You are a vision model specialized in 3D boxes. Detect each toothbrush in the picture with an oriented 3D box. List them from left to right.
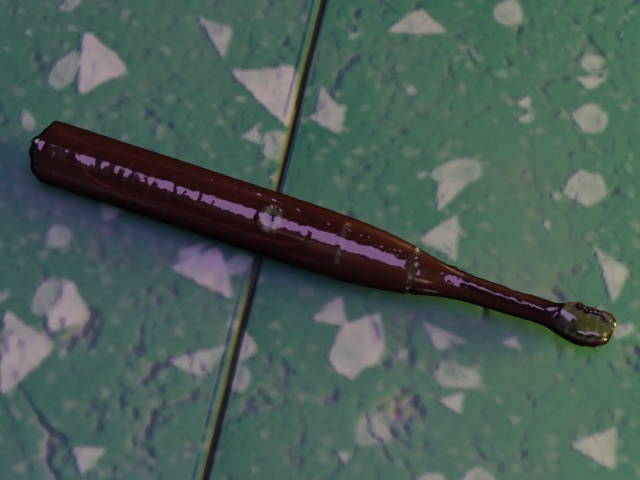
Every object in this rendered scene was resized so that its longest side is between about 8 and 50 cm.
[{"bbox_3d":[0.000,0.000,0.967,0.364,0.041,0.041,19,68,4],"label":"toothbrush"}]
